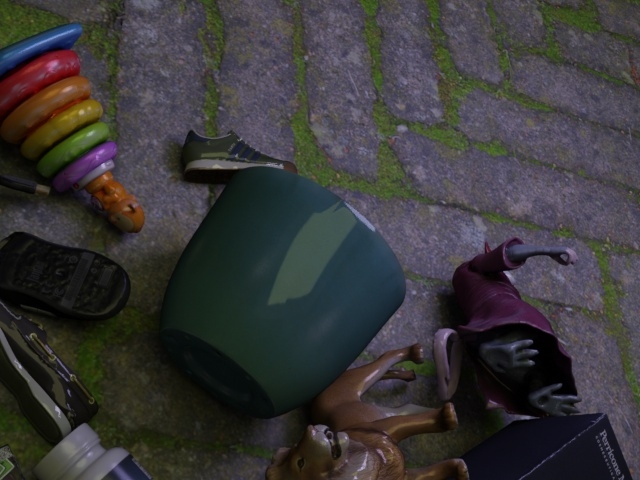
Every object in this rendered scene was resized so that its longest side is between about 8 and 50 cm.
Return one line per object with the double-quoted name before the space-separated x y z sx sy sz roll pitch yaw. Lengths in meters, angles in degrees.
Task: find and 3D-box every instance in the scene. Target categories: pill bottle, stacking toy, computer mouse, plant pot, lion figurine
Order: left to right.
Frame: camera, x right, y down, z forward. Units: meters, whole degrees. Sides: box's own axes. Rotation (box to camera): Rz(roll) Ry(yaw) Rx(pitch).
"computer mouse" -0.373 0.012 1.148 0.261 0.060 0.184 14 58 -8
"stacking toy" -0.348 -0.132 1.212 0.165 0.175 0.302 -40 99 -40
"pill bottle" -0.244 0.306 1.002 0.180 0.108 0.108 45 49 3
"plant pot" -0.072 0.087 1.138 0.293 0.293 0.235 39 62 -3
"lion figurine" 0.050 0.253 1.144 0.240 0.392 0.142 -12 96 -1

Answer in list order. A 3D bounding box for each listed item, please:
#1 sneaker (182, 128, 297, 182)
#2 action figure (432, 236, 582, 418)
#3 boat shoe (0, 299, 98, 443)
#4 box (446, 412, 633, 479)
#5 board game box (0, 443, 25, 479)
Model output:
"sneaker" -0.129 -0.138 1.377 0.192 0.064 0.086 1 66 -26
"action figure" 0.274 0.132 1.376 0.275 0.248 0.370 -7 31 -4
"boat shoe" -0.363 0.140 1.059 0.068 0.081 0.228 -36 90 -43
"box" 0.281 0.448 1.120 0.312 0.179 0.344 -20 89 -36
"board game box" -0.355 0.369 0.949 0.136 0.030 0.260 -22 74 -36
